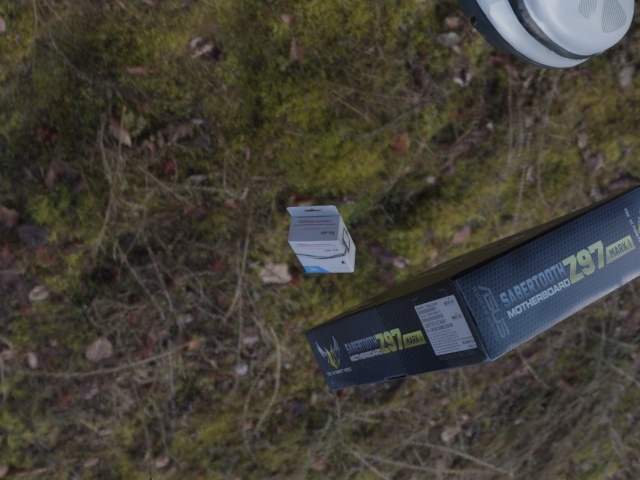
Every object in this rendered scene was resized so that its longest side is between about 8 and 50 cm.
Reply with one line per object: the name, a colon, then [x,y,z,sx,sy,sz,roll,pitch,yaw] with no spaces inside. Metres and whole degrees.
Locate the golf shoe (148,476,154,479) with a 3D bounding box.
golf shoe: [-0.201,0.315,0.698,0.115,0.140,0.306,-22,173,12]

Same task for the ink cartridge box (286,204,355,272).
ink cartridge box: [0.000,0.000,0.725,0.048,0.028,0.083,-2,151,16]

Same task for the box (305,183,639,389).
box: [0.115,0.041,0.588,0.183,0.059,0.232,-22,176,-27]

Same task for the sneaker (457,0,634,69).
sneaker: [0.189,-0.259,0.461,0.257,0.169,0.447,-6,157,33]
